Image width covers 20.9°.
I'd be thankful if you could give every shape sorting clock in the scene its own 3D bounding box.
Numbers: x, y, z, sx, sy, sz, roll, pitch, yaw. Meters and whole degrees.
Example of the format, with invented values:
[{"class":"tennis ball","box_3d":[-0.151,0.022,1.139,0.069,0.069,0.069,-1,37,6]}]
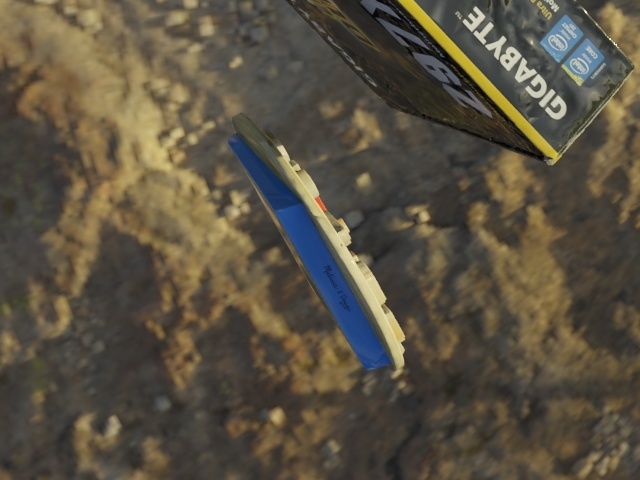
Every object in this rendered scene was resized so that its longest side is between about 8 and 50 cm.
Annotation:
[{"class":"shape sorting clock","box_3d":[0.000,0.000,1.184,0.040,0.206,0.206,-30,87,-2]}]

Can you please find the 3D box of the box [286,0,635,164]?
[{"class":"box","box_3d":[0.002,-0.191,0.982,0.322,0.257,0.079,44,84,-21]}]
